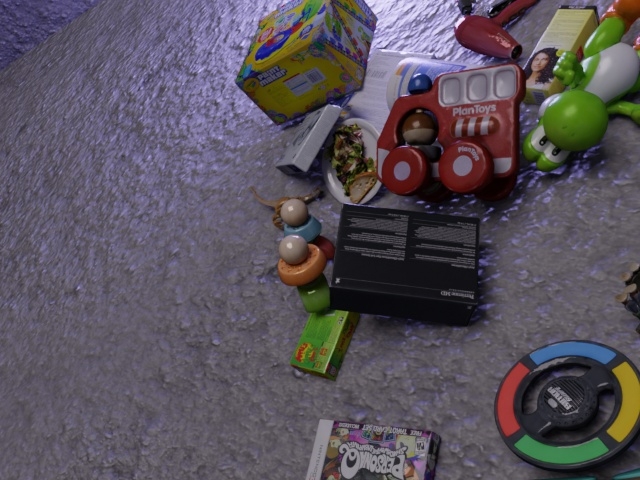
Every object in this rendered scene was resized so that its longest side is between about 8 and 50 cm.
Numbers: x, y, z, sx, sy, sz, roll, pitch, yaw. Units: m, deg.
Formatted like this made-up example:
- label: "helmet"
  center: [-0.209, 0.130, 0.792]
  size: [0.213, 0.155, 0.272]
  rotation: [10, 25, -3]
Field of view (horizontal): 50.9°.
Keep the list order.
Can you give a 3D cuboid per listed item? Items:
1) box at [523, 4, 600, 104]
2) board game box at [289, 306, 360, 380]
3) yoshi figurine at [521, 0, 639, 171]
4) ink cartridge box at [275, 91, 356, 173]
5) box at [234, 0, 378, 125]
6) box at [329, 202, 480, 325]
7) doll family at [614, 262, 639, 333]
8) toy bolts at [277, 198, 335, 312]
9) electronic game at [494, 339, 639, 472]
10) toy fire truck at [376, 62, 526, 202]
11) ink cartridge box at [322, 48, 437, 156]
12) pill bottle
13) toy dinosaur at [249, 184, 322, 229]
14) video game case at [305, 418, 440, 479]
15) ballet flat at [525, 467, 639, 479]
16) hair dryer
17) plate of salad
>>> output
- label: "box"
  center: [0.505, -0.396, 1.430]
  size: [0.087, 0.058, 0.232]
  rotation: [18, 70, 42]
- label: "board game box"
  center: [0.016, 0.185, 1.368]
  size: [0.092, 0.043, 0.181]
  rotation: [5, 62, 39]
- label: "yoshi figurine"
  center: [0.523, -0.284, 1.247]
  size: [0.203, 0.203, 0.362]
  rotation: [35, 86, 38]
- label: "ink cartridge box"
  center: [-0.018, -0.264, 1.627]
  size: [0.224, 0.045, 0.223]
  rotation: [-58, 14, -5]
- label: "box"
  center: [-0.033, -0.498, 1.763]
  size: [0.290, 0.177, 0.279]
  rotation: [-18, 44, 37]
- label: "box"
  center: [0.157, 0.044, 1.252]
  size: [0.261, 0.103, 0.184]
  rotation: [7, 57, 5]
- label: "doll family"
  center: [0.543, 0.059, 1.044]
  size: [0.193, 0.111, 0.076]
  rotation: [-51, 10, 10]
- label: "toy bolts"
  center: [0.000, 0.000, 1.401]
  size: [0.218, 0.158, 0.228]
  rotation: [-26, 32, -3]
- label: "electronic game"
  center: [0.379, 0.248, 1.032]
  size: [0.229, 0.048, 0.229]
  rotation: [-23, 35, 18]
- label: "toy fire truck"
  center: [0.253, -0.209, 1.329]
  size: [0.302, 0.169, 0.254]
  rotation: [1, 87, 35]
- label: "ink cartridge box"
  center: [0.139, -0.328, 1.640]
  size: [0.186, 0.065, 0.311]
  rotation: [21, 71, 43]
- label: "pill bottle"
  center: [0.289, -0.309, 1.455]
  size: [0.272, 0.152, 0.152]
  rotation: [24, 75, 43]
- label: "toy dinosaur"
  center: [-0.092, -0.086, 1.644]
  size: [0.211, 0.064, 0.112]
  rotation: [-2, 40, 24]
- label: "video game case"
  center: [0.078, 0.422, 1.153]
  size: [0.232, 0.042, 0.210]
  rotation: [-3, 59, 34]
- label: "ballet flat"
  center: [0.410, 0.371, 0.930]
  size: [0.316, 0.107, 0.106]
  rotation: [-21, 69, 29]
- label: "hair dryer"
  center: [0.421, -0.526, 1.569]
  size: [0.223, 0.080, 0.293]
  rotation: [-14, 52, 27]
- label: "plate of salad"
  center: [0.067, -0.178, 1.533]
  size: [0.200, 0.048, 0.200]
  rotation: [5, 97, 46]
